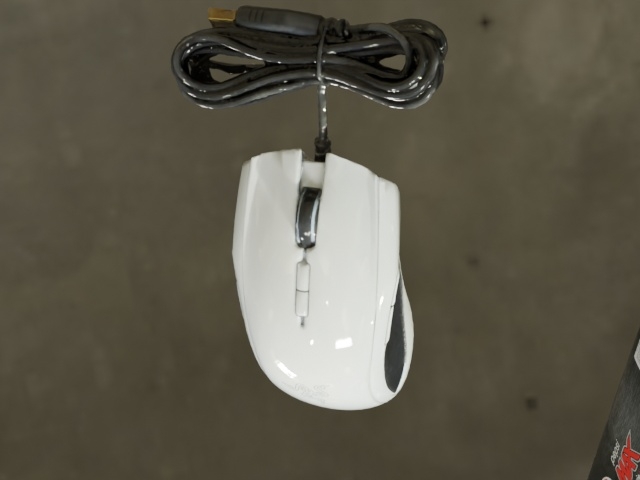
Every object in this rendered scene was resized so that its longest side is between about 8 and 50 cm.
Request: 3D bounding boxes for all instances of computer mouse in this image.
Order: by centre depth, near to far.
[{"bbox_3d":[0.000,0.000,0.755,0.106,0.193,0.042,6,-144,17],"label":"computer mouse"}]

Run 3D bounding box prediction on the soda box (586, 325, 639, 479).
[{"bbox_3d":[0.167,0.099,0.906,0.060,0.169,0.053,-15,-125,-17],"label":"soda box"}]
